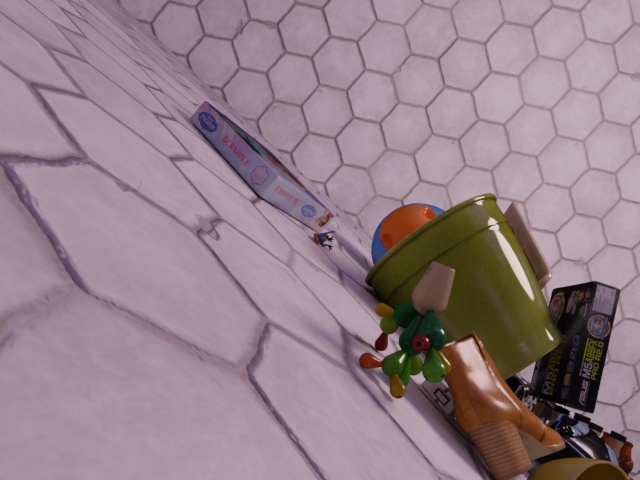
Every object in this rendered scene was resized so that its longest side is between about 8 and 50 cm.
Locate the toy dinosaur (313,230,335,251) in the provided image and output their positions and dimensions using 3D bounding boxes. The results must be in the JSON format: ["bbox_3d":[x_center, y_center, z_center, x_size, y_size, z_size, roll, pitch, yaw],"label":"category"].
[{"bbox_3d":[0.000,0.000,1.325,0.090,0.047,0.082,3,-15,44],"label":"toy dinosaur"}]

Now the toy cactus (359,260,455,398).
[{"bbox_3d":[0.126,0.113,0.766,0.112,0.181,0.219,22,3,-1],"label":"toy cactus"}]

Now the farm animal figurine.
[{"bbox_3d":[0.593,0.483,1.154,0.326,0.172,0.330,25,-9,6],"label":"farm animal figurine"}]

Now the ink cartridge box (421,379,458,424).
[{"bbox_3d":[0.207,0.258,0.898,0.083,0.028,0.048,49,10,36],"label":"ink cartridge box"}]

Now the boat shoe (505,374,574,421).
[{"bbox_3d":[0.535,0.413,1.471,0.306,0.113,0.105,43,13,21],"label":"boat shoe"}]

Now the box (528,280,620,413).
[{"bbox_3d":[0.563,0.235,1.243,0.060,0.270,0.216,17,-8,2],"label":"box"}]

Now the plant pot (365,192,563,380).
[{"bbox_3d":[0.349,0.144,1.274,0.353,0.366,0.366,58,12,17],"label":"plant pot"}]

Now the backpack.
[{"bbox_3d":[0.476,0.409,1.028,0.158,0.117,0.173,44,17,21],"label":"backpack"}]

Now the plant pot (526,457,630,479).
[{"bbox_3d":[0.333,0.349,0.740,0.134,0.134,0.095,41,-16,-16],"label":"plant pot"}]

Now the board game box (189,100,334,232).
[{"bbox_3d":[-0.140,-0.179,1.408,0.318,0.066,0.318,47,8,27],"label":"board game box"}]

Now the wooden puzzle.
[{"bbox_3d":[0.470,0.099,1.515,0.080,0.322,0.348,17,36,-9],"label":"wooden puzzle"}]

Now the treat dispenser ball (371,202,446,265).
[{"bbox_3d":[0.300,0.030,1.697,0.288,0.288,0.288,42,7,-6],"label":"treat dispenser ball"}]

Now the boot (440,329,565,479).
[{"bbox_3d":[0.285,0.248,0.883,0.295,0.104,0.211,19,45,-57],"label":"boot"}]
